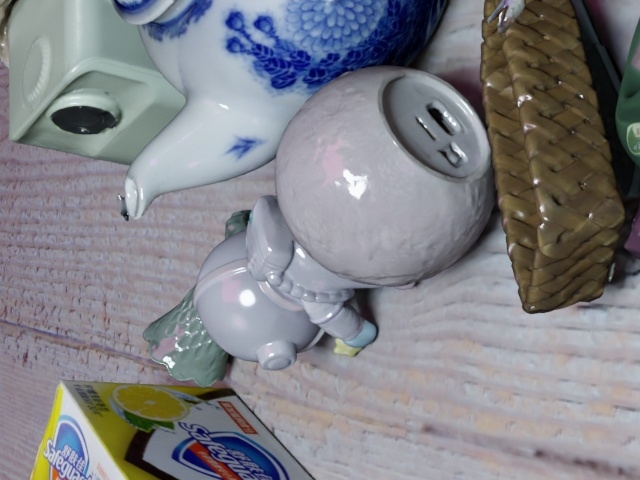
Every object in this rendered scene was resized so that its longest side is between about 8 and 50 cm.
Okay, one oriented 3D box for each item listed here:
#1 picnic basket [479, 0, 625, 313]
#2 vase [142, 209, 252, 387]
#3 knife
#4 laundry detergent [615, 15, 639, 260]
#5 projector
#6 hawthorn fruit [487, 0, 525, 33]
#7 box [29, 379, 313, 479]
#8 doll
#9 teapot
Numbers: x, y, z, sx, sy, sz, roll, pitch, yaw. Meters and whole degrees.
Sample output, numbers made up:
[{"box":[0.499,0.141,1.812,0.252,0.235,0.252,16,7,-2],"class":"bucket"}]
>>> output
[{"box":[0.129,-0.056,0.687,0.110,0.054,0.193,86,-179,-55],"class":"picnic basket"},{"box":[-0.079,0.044,1.006,0.149,0.081,0.081,-55,41,28],"class":"vase"},{"box":[0.161,-0.117,0.739,0.028,0.015,0.210,-41,50,35],"class":"knife"},{"box":[0.205,-0.087,0.613,0.144,0.078,0.222,53,128,54],"class":"laundry detergent"},{"box":[-0.159,-0.167,1.029,0.163,0.242,0.177,-32,55,46],"class":"projector"},{"box":[0.126,-0.251,0.646,0.211,0.211,0.299,-11,66,55],"class":"hawthorn fruit"},{"box":[-0.097,0.207,0.910,0.265,0.168,0.097,38,116,55],"class":"box"},{"box":[0.000,0.000,0.842,0.287,0.150,0.151,-44,47,46],"class":"doll"},{"box":[-0.056,-0.215,0.849,0.252,0.280,0.424,8,89,56],"class":"teapot"}]
